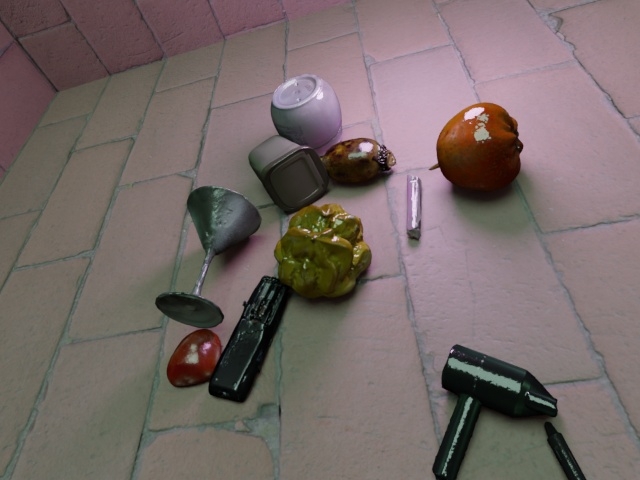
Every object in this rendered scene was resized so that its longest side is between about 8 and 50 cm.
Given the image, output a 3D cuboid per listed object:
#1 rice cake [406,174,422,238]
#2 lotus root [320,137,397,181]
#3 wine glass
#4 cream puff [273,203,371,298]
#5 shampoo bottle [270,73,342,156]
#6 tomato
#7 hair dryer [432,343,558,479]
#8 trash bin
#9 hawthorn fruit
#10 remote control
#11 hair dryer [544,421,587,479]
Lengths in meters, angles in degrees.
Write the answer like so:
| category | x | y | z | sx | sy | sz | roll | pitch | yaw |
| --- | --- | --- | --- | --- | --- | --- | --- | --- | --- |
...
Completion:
| category | x | y | z | sx | sy | sz | roll | pitch | yaw |
| --- | --- | --- | --- | --- | --- | --- | --- | --- | --- |
| rice cake | 0.309 | -0.119 | 1.504 | 0.048 | 0.055 | 0.270 | -7 | 51 | 21 |
| lotus root | 0.116 | -0.294 | 1.666 | 0.313 | 0.142 | 0.170 | -4 | 45 | 20 |
| wine glass | -0.356 | 0.054 | 1.459 | 0.266 | 0.267 | 0.407 | -5 | 50 | 16 |
| cream puff | 0.000 | -0.001 | 1.370 | 0.290 | 0.257 | 0.324 | 24 | 56 | 26 |
| shampoo bottle | -0.050 | -0.491 | 1.811 | 0.272 | 0.266 | 0.273 | -11 | 52 | 15 |
| tomato | -0.385 | 0.336 | 1.352 | 0.166 | 0.082 | 0.174 | -13 | 47 | 12 |
| hair dryer | 0.367 | 0.412 | 1.007 | 0.244 | 0.116 | 0.303 | 17 | 70 | 32 |
| trash bin | -0.134 | -0.265 | 1.695 | 0.219 | 0.220 | 0.250 | -35 | 41 | -9 |
| hawthorn fruit | 0.481 | -0.286 | 1.453 | 0.298 | 0.277 | 0.277 | -18 | 44 | 33 |
| remote control | -0.201 | 0.274 | 1.350 | 0.144 | 0.062 | 0.399 | 5 | 53 | 24 |
| hair dryer | 0.533 | 0.479 | 0.911 | 0.114 | 0.071 | 0.248 | -18 | 38 | 6 |
